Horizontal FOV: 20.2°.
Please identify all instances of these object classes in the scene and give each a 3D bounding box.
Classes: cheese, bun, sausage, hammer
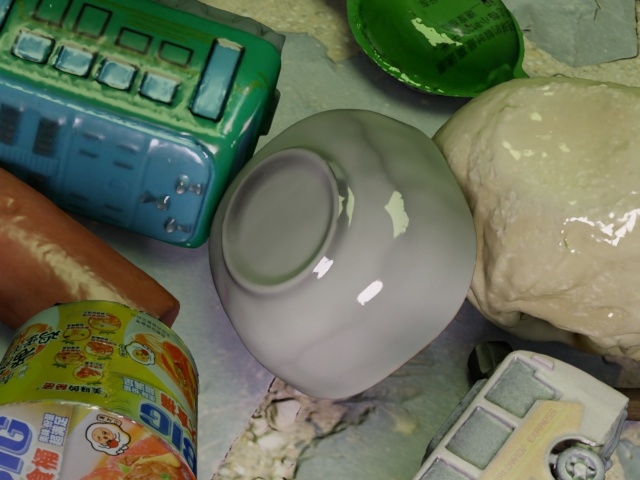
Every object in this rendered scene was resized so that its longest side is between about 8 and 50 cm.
[{"bbox_3d":[0.095,-0.259,1.942,0.204,0.083,0.320,-31,66,-36],"label":"cheese"},{"bbox_3d":[0.265,-0.010,1.631,0.352,0.349,0.227,15,84,-41],"label":"bun"},{"bbox_3d":[-0.247,0.021,1.540,0.259,0.113,0.113,36,47,14],"label":"sausage"},{"bbox_3d":[0.315,0.154,1.658,0.365,0.043,0.111,4,48,-18],"label":"hammer"}]

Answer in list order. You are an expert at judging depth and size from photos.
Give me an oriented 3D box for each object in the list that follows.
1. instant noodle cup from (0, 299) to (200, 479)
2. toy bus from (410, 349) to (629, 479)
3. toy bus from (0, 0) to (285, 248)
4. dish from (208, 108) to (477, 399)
[{"bbox_3d":[-0.182,0.154,1.390,0.205,0.205,0.153,15,34,-5],"label":"instant noodle cup"},{"bbox_3d":[0.121,0.237,1.446,0.138,0.097,0.342,31,55,14],"label":"toy bus"},{"bbox_3d":[-0.218,-0.131,1.643,0.343,0.183,0.199,18,47,-1],"label":"toy bus"},{"bbox_3d":[0.000,0.000,1.540,0.117,0.256,0.256,27,30,-47],"label":"dish"}]
